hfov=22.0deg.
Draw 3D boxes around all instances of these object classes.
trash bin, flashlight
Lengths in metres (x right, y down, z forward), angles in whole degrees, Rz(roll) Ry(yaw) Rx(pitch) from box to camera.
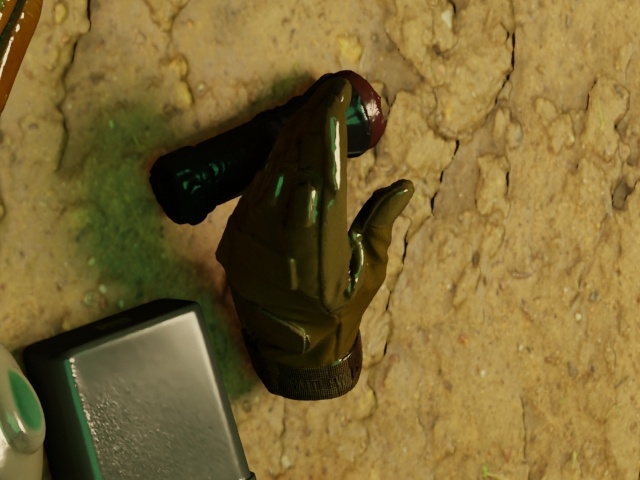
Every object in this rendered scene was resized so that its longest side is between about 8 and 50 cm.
[{"bbox_3d":[-0.161,0.187,1.491,0.176,0.101,0.236,-20,102,-29],"label":"trash bin"},{"bbox_3d":[-0.052,-0.088,1.556,0.232,0.093,0.093,-24,106,-24],"label":"flashlight"}]

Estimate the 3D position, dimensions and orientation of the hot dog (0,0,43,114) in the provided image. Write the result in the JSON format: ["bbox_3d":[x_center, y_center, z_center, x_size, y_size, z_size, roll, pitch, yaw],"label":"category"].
[{"bbox_3d":[-0.306,-0.140,1.388,0.100,0.068,0.249,30,76,-30],"label":"hot dog"}]

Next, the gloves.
[{"bbox_3d":[-0.013,0.008,1.484,0.141,0.154,0.331,-23,136,-27],"label":"gloves"}]

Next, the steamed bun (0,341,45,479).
[{"bbox_3d":[-0.313,0.181,1.369,0.177,0.131,0.228,6,92,-33],"label":"steamed bun"}]
